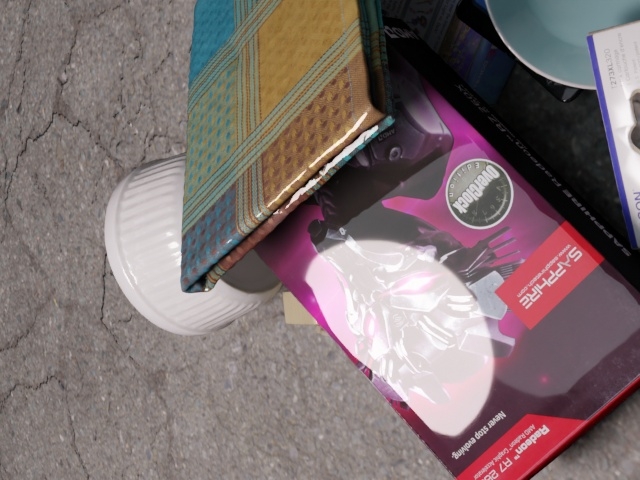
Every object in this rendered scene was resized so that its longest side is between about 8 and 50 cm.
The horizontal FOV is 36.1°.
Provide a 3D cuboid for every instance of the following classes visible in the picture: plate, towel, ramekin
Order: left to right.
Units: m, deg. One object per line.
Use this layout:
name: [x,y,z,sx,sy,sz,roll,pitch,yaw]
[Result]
ramekin: [-0.123,-0.005,1.087,0.109,0.207,0.207,-21,81,39]
towel: [-0.039,-0.165,0.862,0.271,0.040,0.370,-41,40,39]
plate: [0.218,-0.210,0.753,0.188,0.024,0.188,2,103,10]

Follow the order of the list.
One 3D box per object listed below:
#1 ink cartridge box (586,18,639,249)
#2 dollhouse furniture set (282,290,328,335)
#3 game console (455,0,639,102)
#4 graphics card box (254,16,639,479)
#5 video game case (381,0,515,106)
ink cartridge box: [0.352,-0.091,0.626,0.371,0.069,0.176,-6,101,51]
dollhouse furniture set: [0.000,0.000,1.022,0.161,0.101,0.182,-3,94,47]
game console: [0.191,-0.191,0.785,0.122,0.071,0.107,-50,60,21]
graphics card box: [0.104,0.014,0.838,0.371,0.094,0.233,49,118,15]
video game case: [0.110,-0.295,0.883,0.244,0.061,0.269,44,126,34]
